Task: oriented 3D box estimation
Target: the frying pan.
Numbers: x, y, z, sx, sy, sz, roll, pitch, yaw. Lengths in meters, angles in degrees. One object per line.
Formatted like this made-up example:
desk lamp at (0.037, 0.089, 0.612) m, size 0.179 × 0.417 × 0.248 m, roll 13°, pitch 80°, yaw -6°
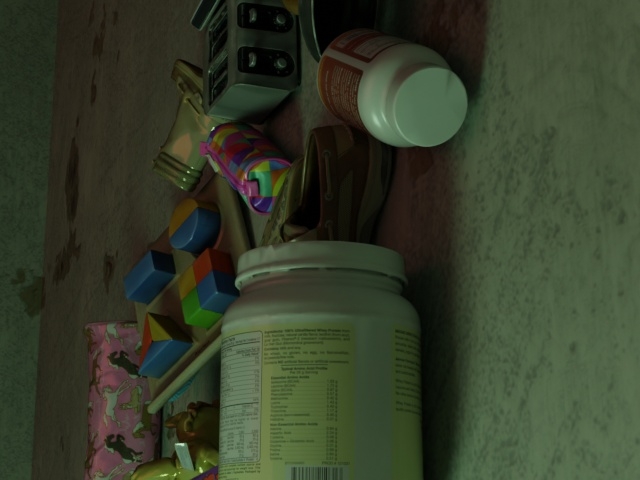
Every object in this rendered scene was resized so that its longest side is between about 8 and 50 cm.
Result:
frying pan at (0.029, -0.371, 1.581) m, size 0.053 × 0.197 × 0.326 m, roll 6°, pitch 93°, yaw 25°

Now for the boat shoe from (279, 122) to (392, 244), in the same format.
boat shoe at (0.000, 0.000, 1.618) m, size 0.123 × 0.116 × 0.324 m, roll -148°, pitch 67°, yaw -65°

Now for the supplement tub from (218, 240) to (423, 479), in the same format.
supplement tub at (0.001, 0.180, 1.418) m, size 0.235 × 0.235 × 0.324 m, roll 151°, pitch 122°, yaw -63°

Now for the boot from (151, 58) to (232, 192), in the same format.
boot at (-0.240, -0.206, 2.217) m, size 0.203 × 0.095 × 0.262 m, roll -62°, pitch 33°, yaw 8°

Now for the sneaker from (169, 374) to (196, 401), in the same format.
sneaker at (-0.266, 0.186, 2.257) m, size 0.092 × 0.087 × 0.228 m, roll 129°, pitch 148°, yaw -62°

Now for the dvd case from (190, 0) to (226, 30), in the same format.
dvd case at (-0.116, -0.461, 1.982) m, size 0.238 × 0.030 × 0.179 m, roll -49°, pitch 4°, yaw 47°

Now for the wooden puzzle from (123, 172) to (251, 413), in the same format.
wooden puzzle at (-0.237, 0.072, 2.108) m, size 0.322 × 0.081 × 0.347 m, roll -45°, pitch 40°, yaw 33°

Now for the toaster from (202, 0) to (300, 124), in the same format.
toaster at (-0.113, -0.286, 1.969) m, size 0.186 × 0.110 × 0.168 m, roll 145°, pitch 128°, yaw -61°

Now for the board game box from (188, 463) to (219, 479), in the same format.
board game box at (-0.069, 0.373, 1.638) m, size 0.347 × 0.056 × 0.208 m, roll -34°, pitch 47°, yaw 37°

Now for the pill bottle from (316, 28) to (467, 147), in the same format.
pill bottle at (0.085, -0.177, 1.458) m, size 0.216 × 0.121 × 0.121 m, roll -140°, pitch 59°, yaw -63°

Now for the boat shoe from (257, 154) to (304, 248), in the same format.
boat shoe at (-0.037, 0.019, 1.739) m, size 0.089 × 0.105 × 0.285 m, roll -157°, pitch 85°, yaw -71°

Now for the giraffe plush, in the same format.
giraffe plush at (-0.198, 0.341, 1.977) m, size 0.170 × 0.181 × 0.210 m, roll -79°, pitch -1°, yaw -55°

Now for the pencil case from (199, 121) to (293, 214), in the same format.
pencil case at (-0.112, -0.116, 1.939) m, size 0.236 × 0.104 × 0.104 m, roll -140°, pitch 59°, yaw -62°

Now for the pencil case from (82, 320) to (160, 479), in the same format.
pencil case at (-0.390, 0.342, 2.411) m, size 0.160 × 0.167 × 0.386 m, roll 57°, pitch -147°, yaw -73°

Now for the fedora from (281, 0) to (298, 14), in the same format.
fedora at (0.005, -0.405, 1.759) m, size 0.194 × 0.079 × 0.194 m, roll -17°, pitch 71°, yaw 59°
